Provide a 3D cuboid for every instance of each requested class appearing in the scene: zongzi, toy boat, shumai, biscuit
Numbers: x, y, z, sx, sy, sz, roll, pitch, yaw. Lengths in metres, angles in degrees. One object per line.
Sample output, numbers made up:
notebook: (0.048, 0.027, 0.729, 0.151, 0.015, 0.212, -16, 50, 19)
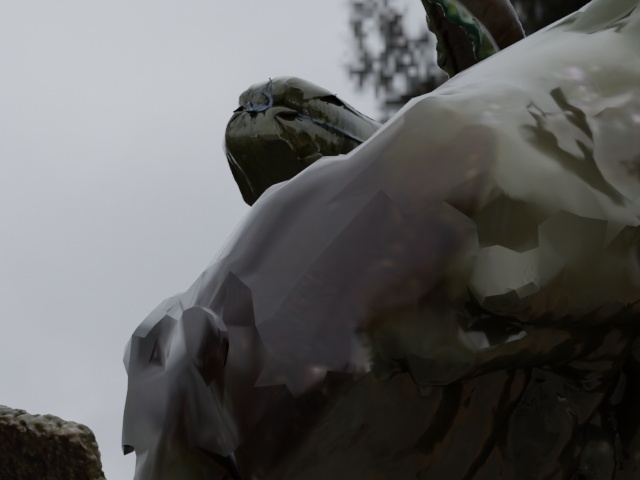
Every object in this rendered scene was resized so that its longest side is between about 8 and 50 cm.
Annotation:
zongzi: (0.000, 0.000, 1.896, 0.125, 0.274, 0.251, -9, -27, 44)
toy boat: (0.105, -0.159, 1.544, 0.099, 0.108, 0.293, -39, -42, 0)
shumai: (0.068, 0.000, 0.636, 0.283, 0.217, 0.346, 4, -48, -30)
biscuit: (-0.245, 0.177, 1.487, 0.237, 0.026, 0.131, 8, -60, 36)
